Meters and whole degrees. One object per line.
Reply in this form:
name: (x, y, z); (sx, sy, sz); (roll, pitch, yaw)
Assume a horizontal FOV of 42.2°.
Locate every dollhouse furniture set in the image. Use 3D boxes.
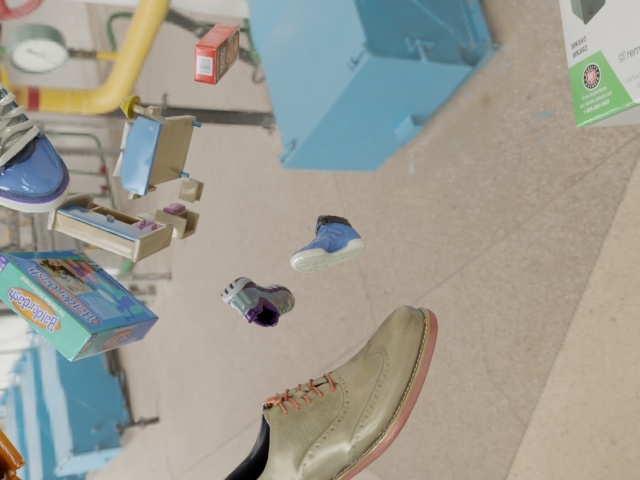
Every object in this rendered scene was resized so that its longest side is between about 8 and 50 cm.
dollhouse furniture set: (-0.360, -0.153, 1.630); (0.198, 0.286, 0.303); (20, 108, 12)

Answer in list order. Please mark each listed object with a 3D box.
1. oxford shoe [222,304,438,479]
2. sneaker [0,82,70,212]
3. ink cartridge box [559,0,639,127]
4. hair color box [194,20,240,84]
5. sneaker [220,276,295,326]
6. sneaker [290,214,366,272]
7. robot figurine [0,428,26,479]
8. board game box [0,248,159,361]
oxford shoe: (0.005, 0.206, 0.966); (0.348, 0.130, 0.123); (-54, 12, -3)
sneaker: (-0.474, -0.193, 1.140); (0.323, 0.130, 0.236); (41, 149, -2)
ink cartridge box: (0.339, -0.277, 0.827); (0.211, 0.122, 0.289); (157, 107, -74)
hair color box: (-0.190, -0.348, 1.536); (0.141, 0.043, 0.072); (-68, -12, -55)
sneaker: (-0.102, 0.138, 1.596); (0.083, 0.224, 0.098); (-48, 63, 13)
sneaker: (0.000, 0.001, 1.442); (0.084, 0.152, 0.058); (58, 145, 26)
robot figurine: (-0.299, 0.092, 0.505); (0.291, 0.085, 0.211); (49, 146, -19)
board game box: (-0.322, 0.078, 1.094); (0.160, 0.210, 0.047); (40, 97, 9)
